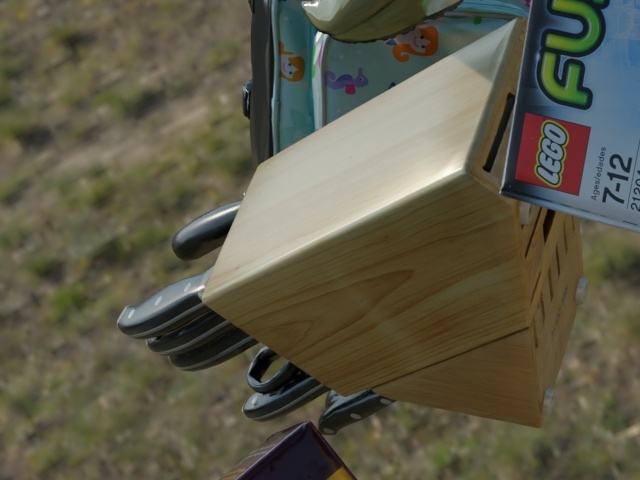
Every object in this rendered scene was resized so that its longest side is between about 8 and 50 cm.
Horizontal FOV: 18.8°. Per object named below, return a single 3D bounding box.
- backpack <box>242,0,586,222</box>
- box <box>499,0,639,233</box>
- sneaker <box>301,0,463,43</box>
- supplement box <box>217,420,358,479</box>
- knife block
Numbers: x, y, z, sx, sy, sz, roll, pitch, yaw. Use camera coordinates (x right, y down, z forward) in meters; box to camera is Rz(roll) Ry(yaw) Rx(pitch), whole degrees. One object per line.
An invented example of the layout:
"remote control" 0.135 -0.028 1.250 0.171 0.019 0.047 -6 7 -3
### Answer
"backpack" 0.089 -0.101 1.219 0.253 0.225 0.191 -5 32 -11
"box" 0.128 -0.101 0.604 0.114 0.207 0.036 16 19 27
"sneaker" 0.056 -0.283 0.956 0.158 0.182 0.410 -88 23 -52
"supplement box" -0.050 0.175 0.815 0.188 0.104 0.081 -39 -1 -15
"knife block" 0.000 0.000 0.928 0.242 0.276 0.088 10 58 17
